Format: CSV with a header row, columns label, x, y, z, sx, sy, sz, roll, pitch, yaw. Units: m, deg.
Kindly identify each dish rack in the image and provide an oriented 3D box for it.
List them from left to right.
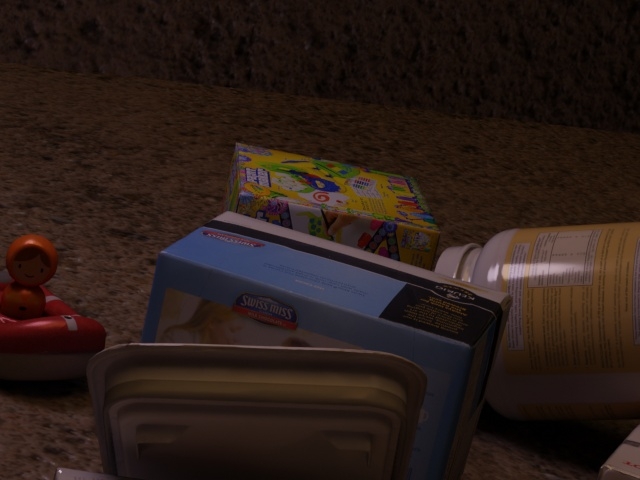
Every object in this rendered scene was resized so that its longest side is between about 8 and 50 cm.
label,x,y,z,sx,sy,sz,roll,pitch,yaw
dish rack,-0.058,0.200,1.550,0.285,0.333,0.072,2,59,-2

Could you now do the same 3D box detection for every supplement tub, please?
label,x,y,z,sx,sy,sz,roll,pitch,yaw
supplement tub,0.321,0.100,2.146,0.331,0.241,0.241,-3,9,22

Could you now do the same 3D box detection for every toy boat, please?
label,x,y,z,sx,sy,sz,roll,pitch,yaw
toy boat,-0.337,0.067,2.007,0.151,0.151,0.231,0,20,-38

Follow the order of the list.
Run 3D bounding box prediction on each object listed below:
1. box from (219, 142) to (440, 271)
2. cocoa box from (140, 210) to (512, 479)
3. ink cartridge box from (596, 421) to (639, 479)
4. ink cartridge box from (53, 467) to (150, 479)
label,x,y,z,sx,sy,sz,roll,pitch,yaw
box,0.000,0.000,2.477,0.279,0.177,0.290,11,16,-7
cocoa box,-0.003,0.137,1.881,0.347,0.231,0.228,16,16,12
ink cartridge box,0.401,0.285,1.954,0.158,0.092,0.218,18,14,20
ink cartridge box,-0.074,0.317,1.377,0.271,0.130,0.309,10,16,-17
